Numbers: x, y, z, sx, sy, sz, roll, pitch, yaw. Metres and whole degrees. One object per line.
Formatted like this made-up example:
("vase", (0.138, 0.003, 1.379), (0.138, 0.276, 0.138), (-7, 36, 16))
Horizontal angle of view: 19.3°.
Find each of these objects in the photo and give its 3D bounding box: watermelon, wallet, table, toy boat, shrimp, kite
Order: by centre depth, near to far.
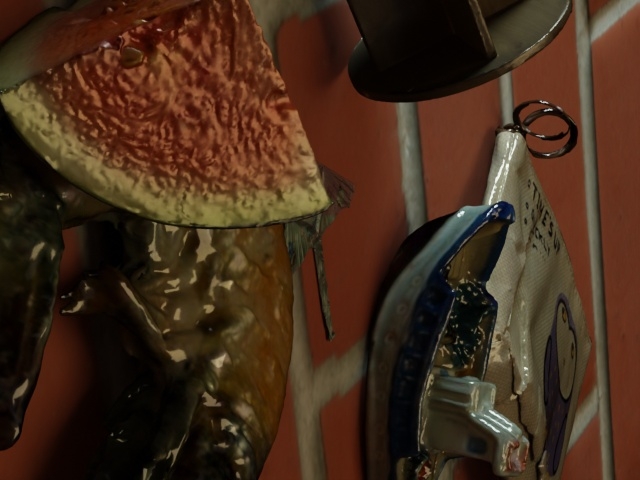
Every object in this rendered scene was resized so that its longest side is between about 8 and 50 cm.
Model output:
("watermelon", (-0.098, -0.074, 0.991), (0.145, 0.193, 0.137), (-30, 157, -16))
("shrimp", (-0.117, 0.097, 1.016), (0.272, 0.085, 0.445), (49, 44, -42))
("table", (0.059, -0.233, 1.283), (0.167, 0.167, 0.226), (-56, 132, -45))
("kite", (-0.001, 0.000, 1.338), (0.137, 0.005, 0.152), (-54, 140, -46))
("toy boat", (0.106, 0.098, 1.439), (0.114, 0.115, 0.262), (14, 80, -63))
("wallet", (0.185, 0.078, 1.647), (0.335, 0.068, 0.274), (68, 35, -44))
